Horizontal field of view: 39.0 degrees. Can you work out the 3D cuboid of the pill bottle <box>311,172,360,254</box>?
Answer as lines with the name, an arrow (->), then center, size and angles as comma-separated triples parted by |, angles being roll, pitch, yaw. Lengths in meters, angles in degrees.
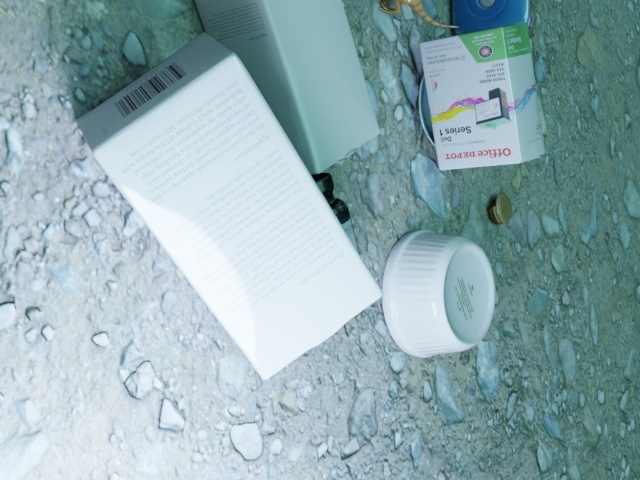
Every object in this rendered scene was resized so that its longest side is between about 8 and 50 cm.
pill bottle -> 0.000, 0.000, 1.562 | 0.123, 0.122, 0.219 | -30, 110, -47

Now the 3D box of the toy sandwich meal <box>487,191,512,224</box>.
toy sandwich meal -> 0.430, -0.074, 2.163 | 0.085, 0.029, 0.086 | 12, 74, -52

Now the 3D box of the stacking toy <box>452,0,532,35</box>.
stacking toy -> 0.431, -0.526, 2.118 | 0.302, 0.175, 0.166 | 4, 85, -64

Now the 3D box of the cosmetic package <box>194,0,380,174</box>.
cosmetic package -> -0.055, -0.305, 1.488 | 0.197, 0.155, 0.366 | -34, 114, -45

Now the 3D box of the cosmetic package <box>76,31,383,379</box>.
cosmetic package -> -0.122, -0.042, 1.315 | 0.230, 0.161, 0.453 | -35, 121, -6

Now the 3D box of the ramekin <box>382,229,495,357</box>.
ramekin -> 0.255, 0.109, 1.861 | 0.273, 0.127, 0.273 | 4, 85, -51

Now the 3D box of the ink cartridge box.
ink cartridge box -> 0.338, -0.295, 1.887 | 0.117, 0.201, 0.278 | -22, 105, -48

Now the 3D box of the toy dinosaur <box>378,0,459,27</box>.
toy dinosaur -> 0.179, -0.486, 1.814 | 0.211, 0.112, 0.064 | 55, 49, -34

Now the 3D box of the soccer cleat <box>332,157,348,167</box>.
soccer cleat -> 0.025, -0.148, 1.675 | 0.083, 0.029, 0.036 | -41, 115, -49

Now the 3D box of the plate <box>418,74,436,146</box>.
plate -> 0.259, -0.288, 1.969 | 0.188, 0.024, 0.188 | 6, 83, -50
